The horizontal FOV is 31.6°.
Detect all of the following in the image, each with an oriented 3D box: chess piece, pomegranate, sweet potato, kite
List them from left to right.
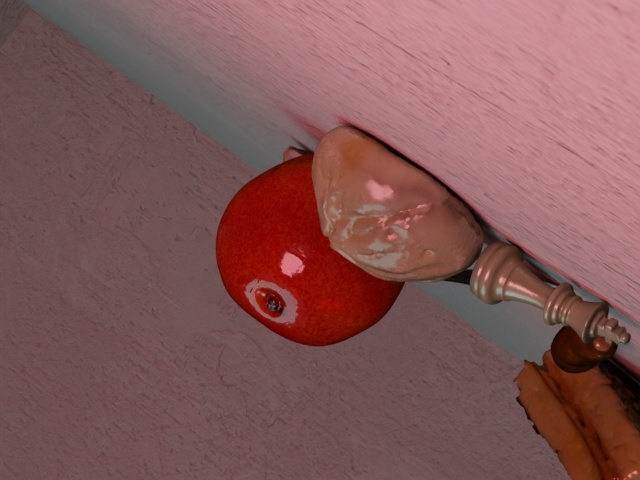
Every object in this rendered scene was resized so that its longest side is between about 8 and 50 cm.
[{"bbox_3d":[0.000,0.000,1.312,0.221,0.221,0.256,36,-149,0],"label":"pomegranate"},{"bbox_3d":[0.168,0.035,1.171,0.127,0.016,0.229,9,-177,-1],"label":"kite"},{"bbox_3d":[0.205,0.056,0.995,0.149,0.059,0.059,31,176,34],"label":"chess piece"},{"bbox_3d":[0.276,0.114,1.211,0.057,0.057,0.264,36,177,12],"label":"sweet potato"}]

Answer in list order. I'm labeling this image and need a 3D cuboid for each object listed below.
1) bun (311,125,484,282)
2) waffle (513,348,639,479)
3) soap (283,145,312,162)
[{"bbox_3d":[0.057,-0.022,1.043,0.183,0.102,0.183,36,176,3],"label":"bun"},{"bbox_3d":[0.414,0.298,1.372,0.376,0.114,0.261,38,-162,-30],"label":"waffle"},{"bbox_3d":[0.033,-0.033,1.636,0.173,0.089,0.274,37,178,18],"label":"soap"}]
